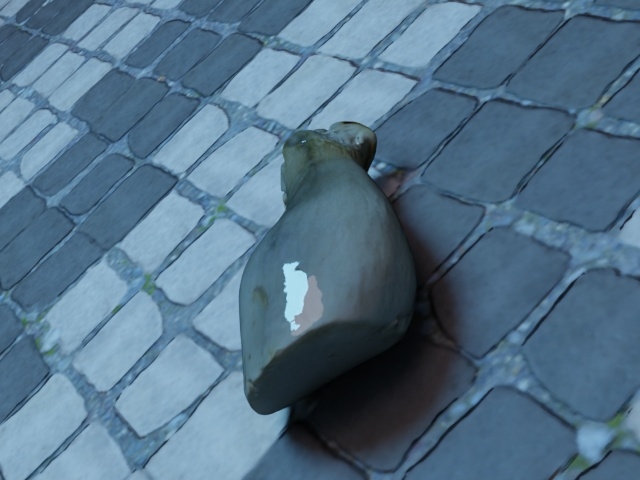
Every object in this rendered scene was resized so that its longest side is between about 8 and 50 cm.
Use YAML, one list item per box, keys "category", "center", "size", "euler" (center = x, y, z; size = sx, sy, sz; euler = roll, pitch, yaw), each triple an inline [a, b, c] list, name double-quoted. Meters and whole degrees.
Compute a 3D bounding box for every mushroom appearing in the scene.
- category: "mushroom"
  center: [0.000, 0.000, 0.618]
  size: [0.116, 0.093, 0.225]
  euler: [-43, 31, 36]
